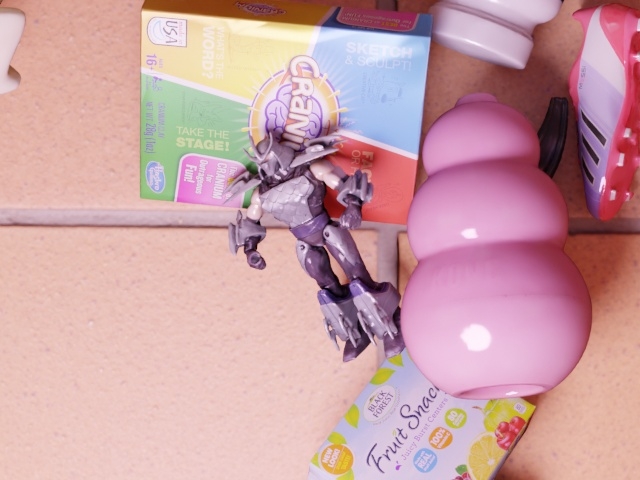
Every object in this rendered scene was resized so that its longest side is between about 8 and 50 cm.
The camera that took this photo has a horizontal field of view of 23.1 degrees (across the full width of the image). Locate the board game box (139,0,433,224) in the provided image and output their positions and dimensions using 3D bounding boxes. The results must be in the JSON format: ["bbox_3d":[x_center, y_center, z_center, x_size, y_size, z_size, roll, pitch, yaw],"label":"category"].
[{"bbox_3d":[-0.042,-0.149,1.761,0.316,0.064,0.242,5,122,3],"label":"board game box"}]

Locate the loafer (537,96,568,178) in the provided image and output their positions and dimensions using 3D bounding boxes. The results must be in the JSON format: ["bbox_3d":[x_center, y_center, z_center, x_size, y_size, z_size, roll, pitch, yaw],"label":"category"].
[{"bbox_3d":[0.243,-0.088,1.807,0.061,0.062,0.170,17,90,7],"label":"loafer"}]

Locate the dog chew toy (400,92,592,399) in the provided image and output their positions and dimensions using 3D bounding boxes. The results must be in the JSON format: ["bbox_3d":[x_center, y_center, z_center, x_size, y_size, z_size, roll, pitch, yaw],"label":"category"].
[{"bbox_3d":[0.184,0.001,1.708,0.206,0.206,0.332,-4,76,3],"label":"dog chew toy"}]

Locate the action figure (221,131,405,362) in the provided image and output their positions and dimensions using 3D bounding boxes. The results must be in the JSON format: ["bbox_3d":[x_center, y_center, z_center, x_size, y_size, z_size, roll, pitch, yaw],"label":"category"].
[{"bbox_3d":[0.000,0.000,1.744,0.185,0.099,0.285,-20,110,37],"label":"action figure"}]

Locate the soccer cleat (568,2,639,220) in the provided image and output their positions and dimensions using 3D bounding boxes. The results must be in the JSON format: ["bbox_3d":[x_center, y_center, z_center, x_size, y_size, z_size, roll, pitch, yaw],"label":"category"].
[{"bbox_3d":[0.323,-0.148,1.803,0.095,0.083,0.248,10,96,32],"label":"soccer cleat"}]

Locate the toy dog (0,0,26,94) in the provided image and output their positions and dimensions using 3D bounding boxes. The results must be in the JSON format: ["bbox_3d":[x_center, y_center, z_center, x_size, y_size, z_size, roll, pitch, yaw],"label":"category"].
[{"bbox_3d":[-0.448,-0.308,1.674,0.408,0.395,0.284,-44,51,5],"label":"toy dog"}]

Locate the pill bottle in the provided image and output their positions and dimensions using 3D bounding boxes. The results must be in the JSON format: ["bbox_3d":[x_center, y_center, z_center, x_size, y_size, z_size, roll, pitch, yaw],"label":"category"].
[{"bbox_3d":[0.217,-0.335,1.760,0.153,0.153,0.265,21,91,2],"label":"pill bottle"}]

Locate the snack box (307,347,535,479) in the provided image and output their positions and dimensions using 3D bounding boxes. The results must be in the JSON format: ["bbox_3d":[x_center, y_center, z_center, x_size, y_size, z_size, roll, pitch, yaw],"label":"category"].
[{"bbox_3d":[0.112,0.229,1.751,0.174,0.070,0.207,32,61,15],"label":"snack box"}]
